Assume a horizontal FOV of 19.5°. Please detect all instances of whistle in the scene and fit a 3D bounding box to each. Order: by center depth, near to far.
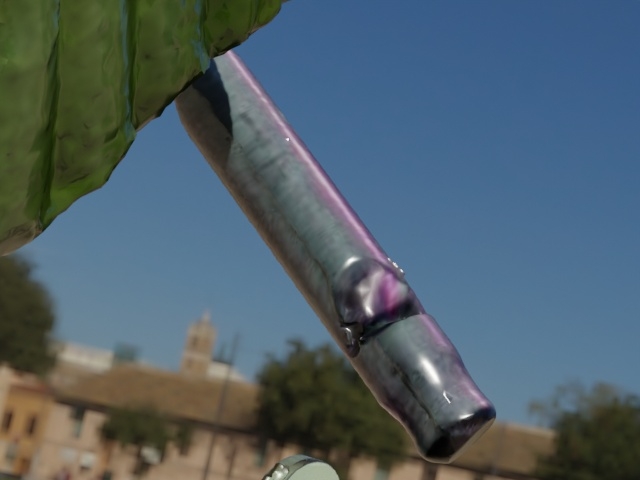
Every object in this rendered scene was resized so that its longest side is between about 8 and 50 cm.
[{"bbox_3d":[0.000,0.000,0.627,0.176,0.033,0.033,53,8,23],"label":"whistle"}]

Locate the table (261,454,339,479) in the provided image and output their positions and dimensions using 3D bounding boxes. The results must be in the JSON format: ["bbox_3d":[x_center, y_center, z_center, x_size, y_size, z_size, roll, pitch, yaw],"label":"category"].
[{"bbox_3d":[-0.030,0.185,0.610,0.167,0.166,0.198,8,-54,26],"label":"table"}]

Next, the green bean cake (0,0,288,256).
[{"bbox_3d":[-0.130,-0.116,0.523,0.248,0.222,0.125,23,-46,16],"label":"green bean cake"}]
